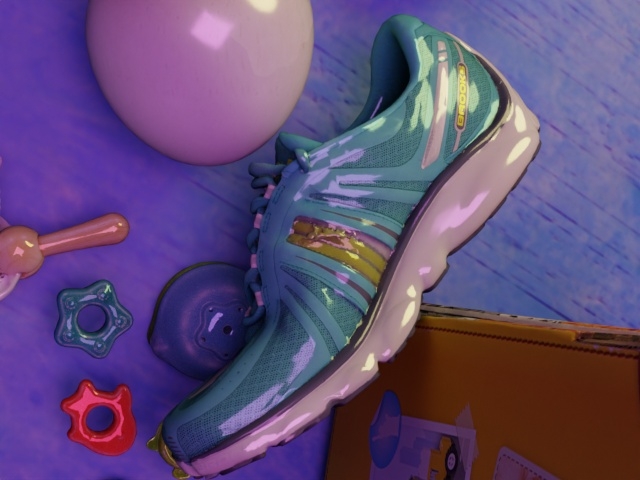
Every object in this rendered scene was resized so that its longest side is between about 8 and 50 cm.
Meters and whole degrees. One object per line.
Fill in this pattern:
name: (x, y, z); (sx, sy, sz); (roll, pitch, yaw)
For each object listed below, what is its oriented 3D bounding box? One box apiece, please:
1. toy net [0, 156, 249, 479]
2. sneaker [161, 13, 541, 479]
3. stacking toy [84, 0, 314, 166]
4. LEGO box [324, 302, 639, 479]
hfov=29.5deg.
toy net: (-0.138, 0.035, 0.650); (0.232, 0.045, 0.122); (27, 86, -17)
sneaker: (0.000, 0.000, 0.632); (0.110, 0.107, 0.275); (42, 69, -17)
stacking toy: (-0.074, -0.259, 0.549); (0.351, 0.350, 0.479); (-10, 112, -18)
LEGO box: (0.124, 0.289, 0.565); (0.193, 0.372, 0.500); (10, 87, -19)
